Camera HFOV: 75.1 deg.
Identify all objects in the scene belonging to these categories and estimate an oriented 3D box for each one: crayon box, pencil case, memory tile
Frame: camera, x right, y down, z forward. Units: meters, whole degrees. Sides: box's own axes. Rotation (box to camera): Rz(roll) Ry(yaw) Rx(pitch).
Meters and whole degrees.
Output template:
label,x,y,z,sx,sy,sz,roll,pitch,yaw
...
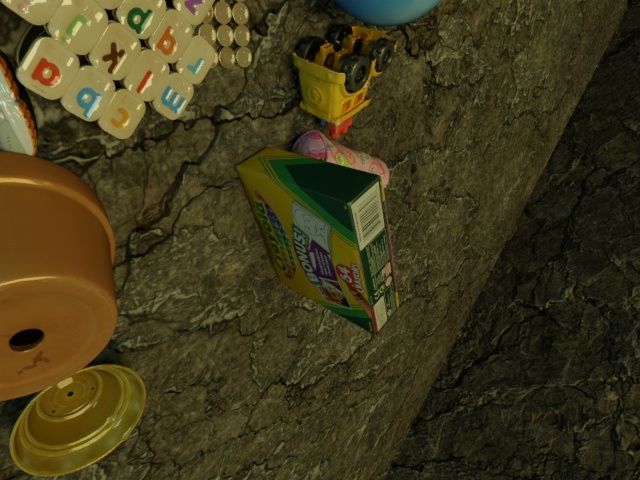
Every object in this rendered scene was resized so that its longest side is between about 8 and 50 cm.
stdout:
label,x,y,z,sx,sy,sz,roll,pitch,yaw
crayon box,0.000,0.000,0.913,0.106,0.313,0.363,-42,136,-30
pencil case,0.051,-0.177,1.025,0.284,0.124,0.124,5,106,-51
memory tile,-0.176,-0.389,0.750,0.113,0.012,0.148,-24,127,-39

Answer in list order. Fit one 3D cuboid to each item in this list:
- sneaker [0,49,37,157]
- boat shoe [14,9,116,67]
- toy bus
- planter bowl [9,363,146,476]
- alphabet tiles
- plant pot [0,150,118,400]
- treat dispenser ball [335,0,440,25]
label,x,y,z,sx,sy,sz,roll,pitch,yaw
sneaker,-0.447,-0.208,0.498,0.121,0.099,0.262,-23,127,-18
boat shoe,-0.321,-0.301,0.589,0.228,0.069,0.081,-49,139,-19
toy bus,0.058,-0.350,0.941,0.220,0.149,0.211,-41,149,-30
planter bowl,-0.443,0.301,0.757,0.217,0.090,0.217,-26,128,-38
alphabet tiles,-0.270,-0.294,0.580,0.278,0.021,0.284,-59,153,0
plant pot,-0.398,0.060,0.537,0.291,0.203,0.291,-29,142,-25
treat dispenser ball,0.132,-0.563,0.782,0.288,0.288,0.288,-25,127,-38
